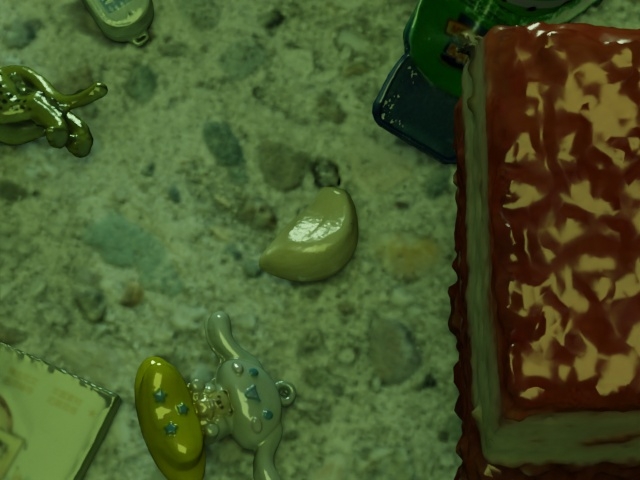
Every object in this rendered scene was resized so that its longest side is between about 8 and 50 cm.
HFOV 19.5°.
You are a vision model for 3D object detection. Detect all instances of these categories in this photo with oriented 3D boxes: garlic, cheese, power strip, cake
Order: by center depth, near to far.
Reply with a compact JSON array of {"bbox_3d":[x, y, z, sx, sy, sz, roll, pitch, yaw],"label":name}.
[{"bbox_3d":[0.217,0.031,1.177,0.270,0.319,0.269,-1,72,3],"label":"cake"},{"bbox_3d":[-0.001,-0.001,1.346,0.053,0.041,0.083,29,68,24],"label":"garlic"},{"bbox_3d":[0.141,-0.210,1.346,0.083,0.204,0.320,25,89,52],"label":"cheese"},{"bbox_3d":[-0.183,-0.228,1.427,0.047,0.030,0.191,-31,75,-7],"label":"power strip"}]

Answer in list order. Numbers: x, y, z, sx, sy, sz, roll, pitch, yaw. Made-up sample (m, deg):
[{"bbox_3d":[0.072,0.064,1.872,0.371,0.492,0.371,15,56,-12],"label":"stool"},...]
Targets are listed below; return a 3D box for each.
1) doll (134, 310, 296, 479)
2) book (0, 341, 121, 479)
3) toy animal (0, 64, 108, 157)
[{"bbox_3d":[-0.069,0.127,1.305,0.113,0.071,0.135,-37,80,-27],"label":"doll"},{"bbox_3d":[-0.296,0.200,1.311,0.208,0.020,0.295,23,75,10],"label":"book"},{"bbox_3d":[-0.256,-0.078,1.367,0.136,0.073,0.181,39,82,20],"label":"toy animal"}]
